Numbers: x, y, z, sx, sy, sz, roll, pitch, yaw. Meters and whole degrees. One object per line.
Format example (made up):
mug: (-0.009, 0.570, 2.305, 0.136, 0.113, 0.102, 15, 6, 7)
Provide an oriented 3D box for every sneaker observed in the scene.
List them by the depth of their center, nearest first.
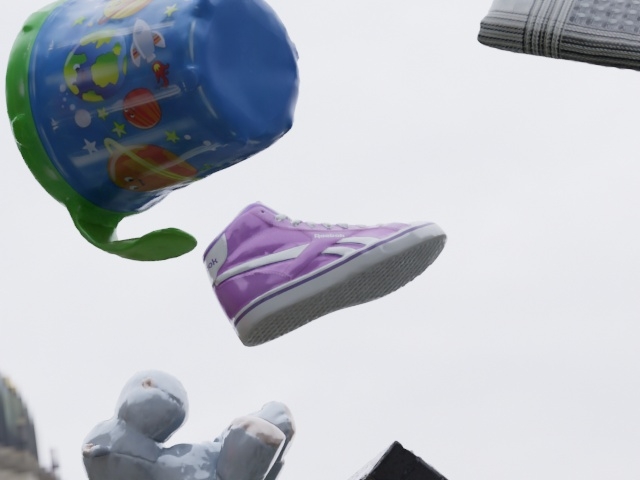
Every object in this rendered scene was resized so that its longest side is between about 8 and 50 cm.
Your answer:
sneaker: (0.000, 0.000, 2.035, 0.282, 0.161, 0.102, -19, -29, -23)

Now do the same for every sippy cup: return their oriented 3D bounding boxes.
sippy cup: (-0.150, -0.151, 1.731, 0.224, 0.305, 0.240, -12, 13, 38)

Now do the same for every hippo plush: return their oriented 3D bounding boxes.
hippo plush: (-0.193, 0.304, 2.338, 0.236, 0.294, 0.234, 28, -8, 9)

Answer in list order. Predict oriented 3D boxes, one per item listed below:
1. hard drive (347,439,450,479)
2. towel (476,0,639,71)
hard drive: (0.166, 0.370, 1.943, 0.064, 0.339, 0.237, -49, -3, -25)
towel: (0.362, -0.295, 1.893, 0.312, 0.324, 0.056, 12, -42, 20)
